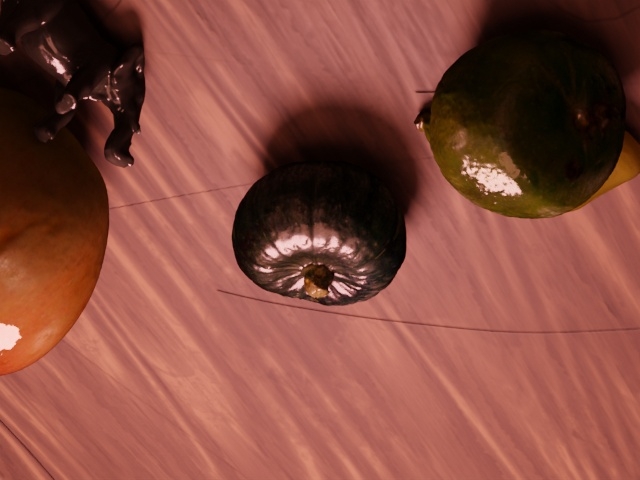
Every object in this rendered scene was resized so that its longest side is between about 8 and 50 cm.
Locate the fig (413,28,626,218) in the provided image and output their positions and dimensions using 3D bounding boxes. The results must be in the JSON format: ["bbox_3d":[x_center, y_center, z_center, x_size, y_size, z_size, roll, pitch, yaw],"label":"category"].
[{"bbox_3d":[0.194,-0.116,1.432,0.203,0.203,0.235,38,161,-18],"label":"fig"}]

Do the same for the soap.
[{"bbox_3d":[0.294,-0.083,1.494,0.089,0.045,0.140,43,130,-18],"label":"soap"}]

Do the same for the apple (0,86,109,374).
[{"bbox_3d":[-0.415,-0.015,1.602,0.338,0.305,0.338,26,154,14],"label":"apple"}]

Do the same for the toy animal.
[{"bbox_3d":[-0.275,-0.193,1.502,0.114,0.146,0.245,-7,128,31],"label":"toy animal"}]

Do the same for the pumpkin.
[{"bbox_3d":[-0.001,-0.002,1.588,0.211,0.152,0.212,11,139,10],"label":"pumpkin"}]
